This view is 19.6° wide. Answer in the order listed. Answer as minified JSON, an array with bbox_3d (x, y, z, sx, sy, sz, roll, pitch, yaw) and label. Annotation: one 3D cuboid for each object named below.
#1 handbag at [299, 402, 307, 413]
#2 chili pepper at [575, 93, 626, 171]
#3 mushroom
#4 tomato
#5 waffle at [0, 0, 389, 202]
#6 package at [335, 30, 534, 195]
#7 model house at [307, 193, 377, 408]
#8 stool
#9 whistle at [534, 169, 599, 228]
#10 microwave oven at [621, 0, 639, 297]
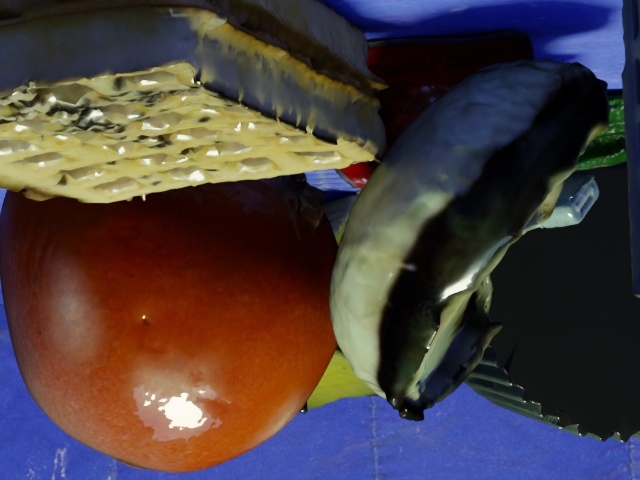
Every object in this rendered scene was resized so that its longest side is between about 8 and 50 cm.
[{"bbox_3d":[-0.094,0.064,1.969,0.088,0.254,0.211,-6,177,-37],"label":"handbag"},{"bbox_3d":[0.210,-0.093,1.596,0.257,0.074,0.100,-6,170,-7],"label":"chili pepper"},{"bbox_3d":[0.102,-0.010,1.411,0.130,0.247,0.344,34,151,9],"label":"mushroom"},{"bbox_3d":[-0.135,0.047,1.599,0.321,0.321,0.321,-2,173,0],"label":"tomato"},{"bbox_3d":[-0.122,-0.105,1.200,0.261,0.114,0.376,-4,172,17],"label":"waffle"},{"bbox_3d":[0.084,-0.079,1.470,0.194,0.071,0.269,-16,157,3],"label":"package"},{"bbox_3d":[-0.015,0.058,2.110,0.193,0.234,0.174,-18,152,41],"label":"model house"},{"bbox_3d":[0.279,0.071,2.047,0.297,0.297,0.330,-1,176,-9],"label":"stool"},{"bbox_3d":[0.141,-0.045,1.716,0.269,0.093,0.180,10,-134,44],"label":"whistle"},{"bbox_3d":[0.384,-0.105,0.878,0.374,0.236,0.432,1,172,-28],"label":"microwave oven"}]
